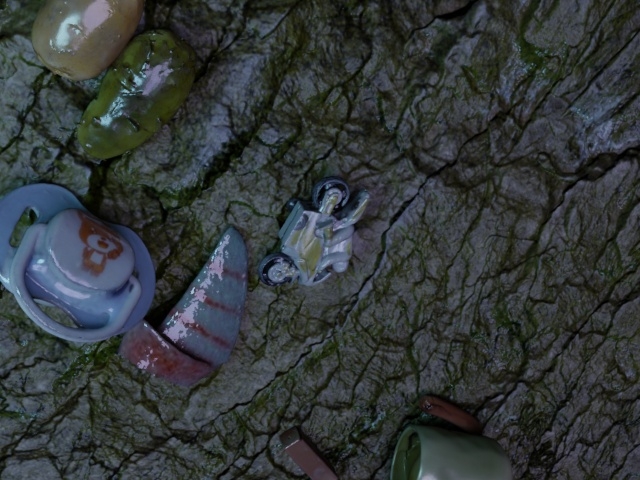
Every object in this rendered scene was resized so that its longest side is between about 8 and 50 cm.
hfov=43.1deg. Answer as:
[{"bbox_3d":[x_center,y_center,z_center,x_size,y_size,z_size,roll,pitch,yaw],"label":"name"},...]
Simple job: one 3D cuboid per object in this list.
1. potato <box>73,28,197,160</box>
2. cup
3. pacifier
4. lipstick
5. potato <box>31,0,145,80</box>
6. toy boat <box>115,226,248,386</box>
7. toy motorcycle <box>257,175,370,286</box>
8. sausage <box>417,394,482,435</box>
[{"bbox_3d":[-0.267,-0.208,1.177,0.117,0.090,0.225,40,104,-14],"label":"potato"},{"bbox_3d":[0.249,0.501,1.629,0.202,0.173,0.255,14,114,-12],"label":"cup"},{"bbox_3d":[-0.400,0.053,1.245,0.279,0.227,0.207,36,142,-28],"label":"pacifier"},{"bbox_3d":[-0.022,0.429,1.597,0.045,0.045,0.145,-36,120,2],"label":"lipstick"},{"bbox_3d":[-0.319,-0.300,1.105,0.178,0.109,0.118,-49,138,10],"label":"potato"},{"bbox_3d":[-0.198,0.111,1.378,0.206,0.096,0.282,33,91,-34],"label":"toy boat"},{"bbox_3d":[0.000,0.000,1.371,0.151,0.074,0.228,29,104,-29],"label":"toy motorcycle"},{"bbox_3d":[0.268,0.358,1.648,0.177,0.040,0.047,31,103,-28],"label":"sausage"}]
